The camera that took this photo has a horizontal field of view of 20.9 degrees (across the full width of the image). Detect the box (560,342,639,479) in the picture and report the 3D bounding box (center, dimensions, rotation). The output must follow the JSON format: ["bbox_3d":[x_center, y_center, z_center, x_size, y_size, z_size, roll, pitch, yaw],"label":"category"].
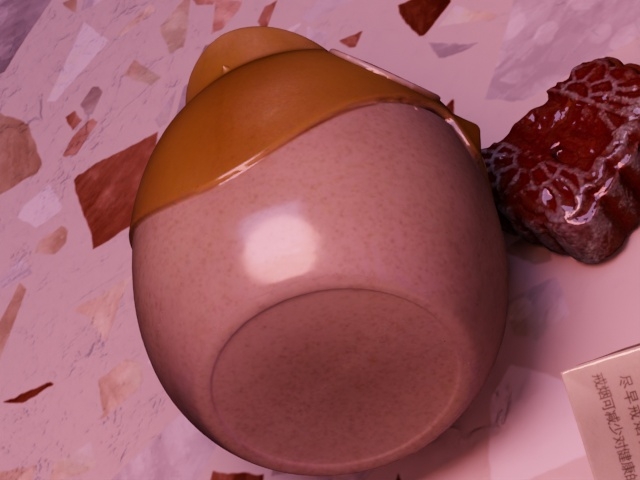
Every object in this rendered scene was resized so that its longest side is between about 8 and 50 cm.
[{"bbox_3d":[0.373,0.160,1.625,0.256,0.069,0.164,-20,84,25],"label":"box"}]

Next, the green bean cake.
[{"bbox_3d":[0.293,-0.099,1.944,0.232,0.097,0.198,-51,41,-7],"label":"green bean cake"}]

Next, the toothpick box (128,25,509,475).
[{"bbox_3d":[0.000,0.000,1.866,0.409,0.409,0.425,-29,38,16],"label":"toothpick box"}]
